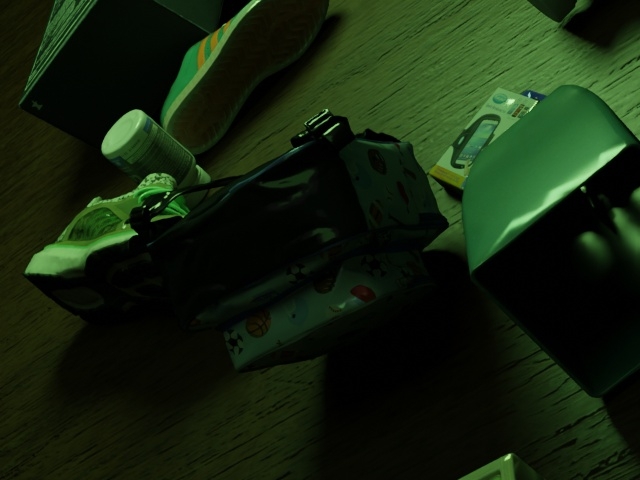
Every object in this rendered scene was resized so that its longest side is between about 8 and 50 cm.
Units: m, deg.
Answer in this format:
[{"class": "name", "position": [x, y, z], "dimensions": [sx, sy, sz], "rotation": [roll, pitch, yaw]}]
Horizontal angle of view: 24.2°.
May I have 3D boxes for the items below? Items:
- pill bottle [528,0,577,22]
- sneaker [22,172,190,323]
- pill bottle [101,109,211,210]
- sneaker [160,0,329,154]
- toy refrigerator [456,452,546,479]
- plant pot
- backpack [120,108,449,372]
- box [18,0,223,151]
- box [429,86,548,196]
[{"class": "pill bottle", "position": [0.289, -0.336, 1.569], "dimensions": [0.208, 0.117, 0.117], "rotation": [-48, 29, 6]}, {"class": "sneaker", "position": [-0.216, -0.017, 1.829], "dimensions": [0.410, 0.158, 0.182], "rotation": [-8, 54, 48]}, {"class": "pill bottle", "position": [-0.213, -0.101, 1.952], "dimensions": [0.078, 0.137, 0.078], "rotation": [-34, 32, 25]}, {"class": "sneaker", "position": [-0.117, -0.259, 2.037], "dimensions": [0.302, 0.108, 0.121], "rotation": [-46, 33, 8]}, {"class": "toy refrigerator", "position": [0.131, 0.294, 1.076], "dimensions": [0.102, 0.094, 0.269], "rotation": [-32, 34, 27]}, {"class": "plant pot", "position": [0.221, -0.023, 1.266], "dimensions": [0.166, 0.165, 0.234], "rotation": [-41, 23, 15]}, {"class": "backpack", "position": [0.000, 0.000, 1.451], "dimensions": [0.277, 0.213, 0.263], "rotation": [-23, -1, 32]}, {"class": "box", "position": [-0.283, -0.335, 2.229], "dimensions": [0.296, 0.183, 0.294], "rotation": [-44, 26, 38]}, {"class": "box", "position": [0.179, -0.105, 1.543], "dimensions": [0.136, 0.028, 0.081], "rotation": [-53, 29, -3]}]
